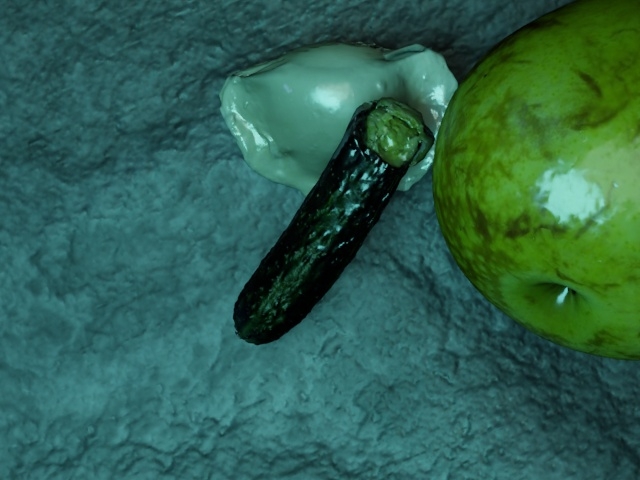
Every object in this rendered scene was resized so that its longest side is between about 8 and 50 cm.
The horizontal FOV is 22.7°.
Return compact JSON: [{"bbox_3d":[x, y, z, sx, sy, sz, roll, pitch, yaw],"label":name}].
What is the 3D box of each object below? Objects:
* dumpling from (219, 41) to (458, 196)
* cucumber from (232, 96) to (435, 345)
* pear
[{"bbox_3d":[0.015,-0.094,1.254,0.188,0.108,0.127,-3,111,2],"label":"dumpling"},{"bbox_3d":[0.000,0.001,1.222,0.067,0.067,0.245,35,119,4],"label":"cucumber"},{"bbox_3d":[0.222,-0.053,1.163,0.283,0.283,0.283,0,87,3],"label":"pear"}]
